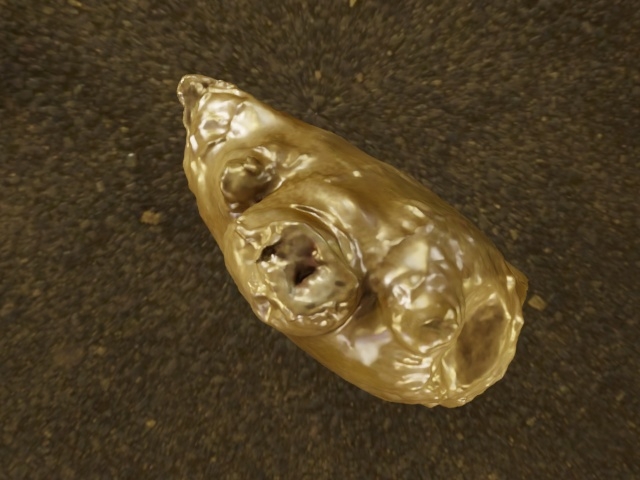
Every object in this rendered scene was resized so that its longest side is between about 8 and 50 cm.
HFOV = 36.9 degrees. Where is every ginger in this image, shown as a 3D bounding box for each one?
[{"bbox_3d":[0.000,0.000,0.588,0.270,0.219,0.123,31,102,12],"label":"ginger"}]
